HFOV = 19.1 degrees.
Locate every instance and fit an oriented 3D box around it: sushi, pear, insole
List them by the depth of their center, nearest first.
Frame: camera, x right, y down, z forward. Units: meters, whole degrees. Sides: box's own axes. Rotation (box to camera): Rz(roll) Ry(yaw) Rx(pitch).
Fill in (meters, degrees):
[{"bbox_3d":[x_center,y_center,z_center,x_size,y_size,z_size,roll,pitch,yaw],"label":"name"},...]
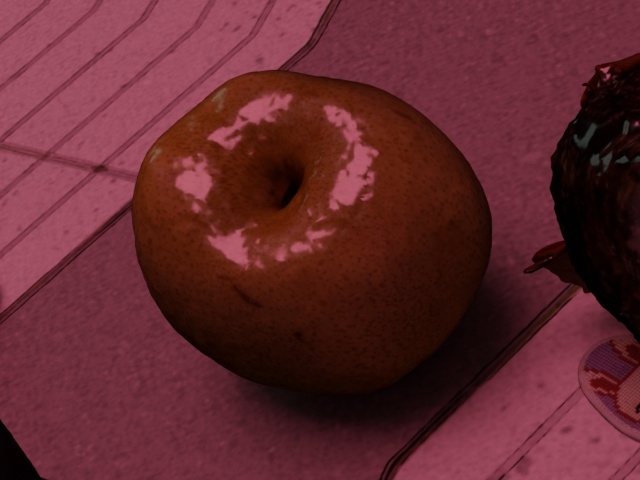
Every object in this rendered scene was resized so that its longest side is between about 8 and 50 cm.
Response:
[{"bbox_3d":[0.281,-0.046,1.094,0.343,0.196,0.182,-24,20,-1],"label":"sushi"},{"bbox_3d":[0.218,0.103,1.094,0.065,0.004,0.197,-41,40,-14],"label":"insole"},{"bbox_3d":[0.000,0.000,1.193,0.228,0.211,0.188,9,71,23],"label":"pear"}]

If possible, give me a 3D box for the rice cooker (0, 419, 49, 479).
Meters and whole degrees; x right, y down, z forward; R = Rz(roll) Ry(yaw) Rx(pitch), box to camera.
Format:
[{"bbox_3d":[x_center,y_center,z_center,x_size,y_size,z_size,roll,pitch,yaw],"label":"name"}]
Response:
[{"bbox_3d":[-0.270,0.205,1.113,0.267,0.224,0.267,-16,40,14],"label":"rice cooker"}]
